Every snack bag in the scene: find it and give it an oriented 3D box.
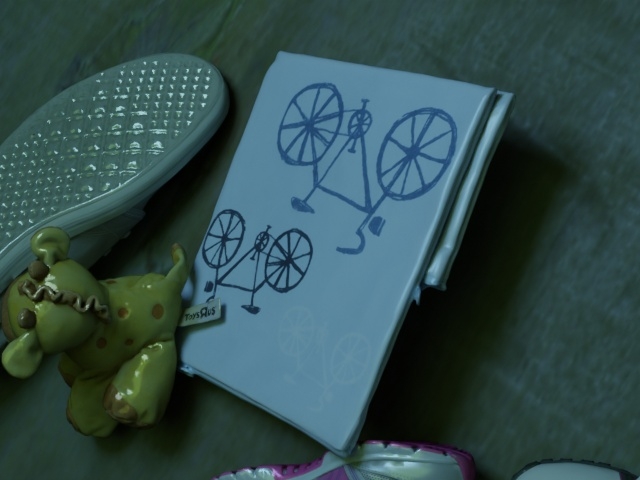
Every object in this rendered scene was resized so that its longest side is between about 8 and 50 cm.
[{"bbox_3d":[0.000,0.000,1.223,0.323,0.037,0.343,19,86,50],"label":"snack bag"}]

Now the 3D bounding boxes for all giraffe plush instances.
[{"bbox_3d":[-0.224,0.079,1.269,0.210,0.170,0.181,-37,51,35],"label":"giraffe plush"}]

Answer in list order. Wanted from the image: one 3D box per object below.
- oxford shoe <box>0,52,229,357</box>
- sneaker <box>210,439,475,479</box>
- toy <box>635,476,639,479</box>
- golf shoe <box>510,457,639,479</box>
[{"bbox_3d":[-0.271,-0.022,1.388,0.449,0.130,0.169,-43,54,-4],"label":"oxford shoe"},{"bbox_3d":[0.024,0.236,1.169,0.252,0.103,0.111,-19,73,30],"label":"sneaker"},{"bbox_3d":[0.354,0.221,0.977,0.137,0.056,0.237,-41,50,-10],"label":"toy"},{"bbox_3d":[0.245,0.247,1.025,0.272,0.120,0.105,31,94,33],"label":"golf shoe"}]
